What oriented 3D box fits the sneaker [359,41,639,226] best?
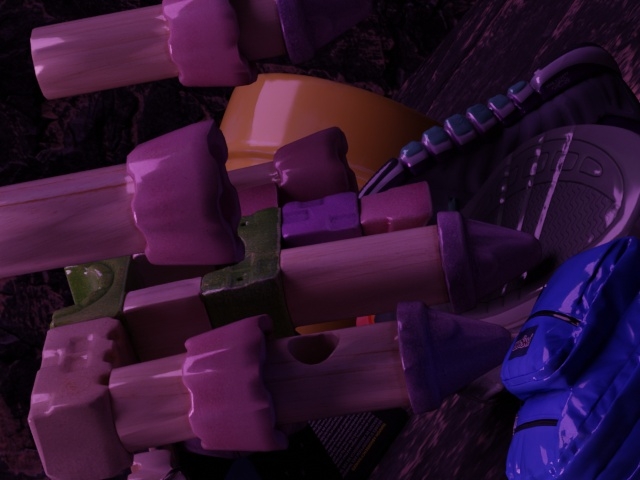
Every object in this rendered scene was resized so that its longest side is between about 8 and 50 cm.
[{"bbox_3d":[0.121,-0.037,1.147,0.224,0.098,0.083,-34,-22,-8],"label":"sneaker"}]

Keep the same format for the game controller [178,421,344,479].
[{"bbox_3d":[-0.070,0.229,1.129,0.067,0.166,0.319,-23,24,39],"label":"game controller"}]

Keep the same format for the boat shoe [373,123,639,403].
[{"bbox_3d":[0.127,0.028,1.029,0.320,0.103,0.118,-43,27,60],"label":"boat shoe"}]

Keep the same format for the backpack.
[{"bbox_3d":[0.127,0.067,0.750,0.120,0.101,0.098,-60,0,-15],"label":"backpack"}]

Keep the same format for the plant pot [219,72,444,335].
[{"bbox_3d":[0.000,0.000,1.690,0.254,0.254,0.239,143,146,-73],"label":"plant pot"}]

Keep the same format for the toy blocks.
[{"bbox_3d":[-0.007,0.031,0.944,0.260,0.309,0.288,-10,27,4],"label":"toy blocks"}]

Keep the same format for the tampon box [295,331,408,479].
[{"bbox_3d":[-0.031,0.131,1.410,0.101,0.161,0.120,-54,6,-10],"label":"tampon box"}]

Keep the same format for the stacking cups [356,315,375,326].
[{"bbox_3d":[0.095,0.046,1.339,0.096,0.096,0.316,-55,0,-18],"label":"stacking cups"}]
